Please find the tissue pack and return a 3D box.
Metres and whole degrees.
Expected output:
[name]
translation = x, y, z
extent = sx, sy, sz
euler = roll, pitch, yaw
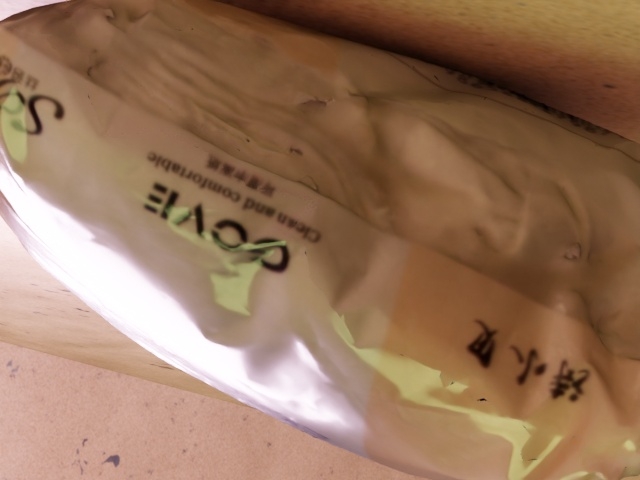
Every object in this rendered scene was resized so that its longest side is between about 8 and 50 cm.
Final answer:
[tissue pack]
translation = 0.000, 0.000, 0.982
extent = 0.376, 0.195, 0.390
euler = 24, 170, 1
